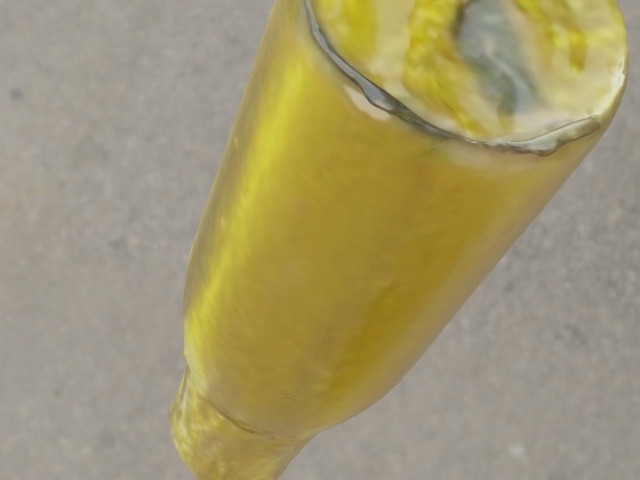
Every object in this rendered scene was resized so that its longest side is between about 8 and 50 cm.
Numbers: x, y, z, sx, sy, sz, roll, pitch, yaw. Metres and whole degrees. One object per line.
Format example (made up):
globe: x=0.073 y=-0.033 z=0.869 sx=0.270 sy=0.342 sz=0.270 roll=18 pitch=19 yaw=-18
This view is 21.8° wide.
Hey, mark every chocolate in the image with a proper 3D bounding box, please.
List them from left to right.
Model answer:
chocolate: x=0.000 y=0.000 z=0.861 sx=0.162 sy=0.445 sz=0.162 roll=9 pitch=57 yaw=-14
